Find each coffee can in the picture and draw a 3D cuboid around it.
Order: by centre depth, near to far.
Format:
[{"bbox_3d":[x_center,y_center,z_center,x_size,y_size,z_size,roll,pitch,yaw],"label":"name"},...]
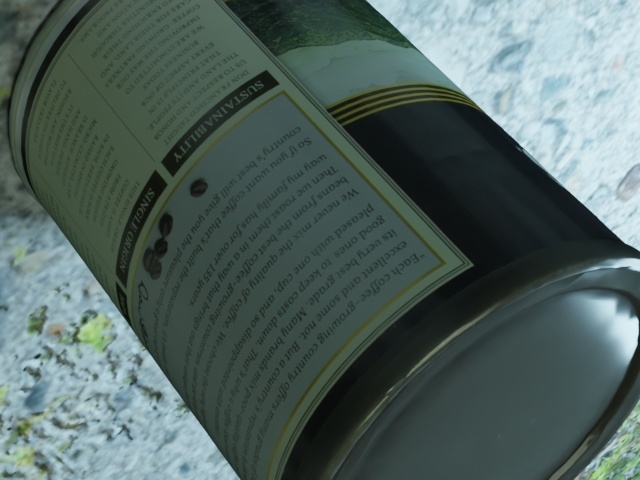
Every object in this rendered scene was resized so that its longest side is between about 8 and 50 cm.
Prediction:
[{"bbox_3d":[0.000,0.000,0.694,0.201,0.275,0.202,-27,144,-21],"label":"coffee can"}]
